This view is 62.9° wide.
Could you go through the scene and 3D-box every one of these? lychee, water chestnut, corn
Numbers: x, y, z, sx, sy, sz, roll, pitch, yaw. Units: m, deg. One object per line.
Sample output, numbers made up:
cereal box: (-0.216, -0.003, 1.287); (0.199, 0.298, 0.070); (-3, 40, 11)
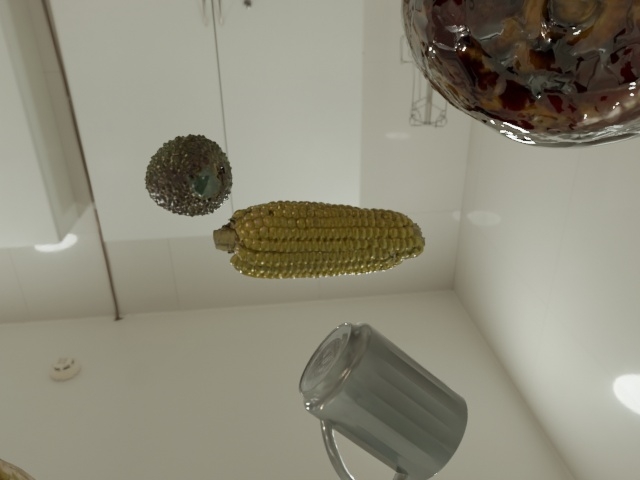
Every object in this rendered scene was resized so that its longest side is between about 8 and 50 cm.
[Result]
lychee: (-0.249, -0.121, 0.977); (0.171, 0.171, 0.171); (-1, -153, 0)
water chestnut: (0.214, -0.204, 0.465); (0.289, 0.244, 0.289); (-9, -125, 14)
corn: (0.000, 0.000, 0.862); (0.347, 0.130, 0.130); (0, -154, -8)

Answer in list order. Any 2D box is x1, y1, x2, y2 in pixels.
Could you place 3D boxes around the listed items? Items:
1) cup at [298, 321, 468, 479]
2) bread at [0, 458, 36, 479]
cup: (0.115, 0.389, 1.176); (0.327, 0.237, 0.322); (37, -116, -10)
bread: (-0.464, 0.458, 0.675); (0.337, 0.328, 0.148); (-44, -152, -7)
